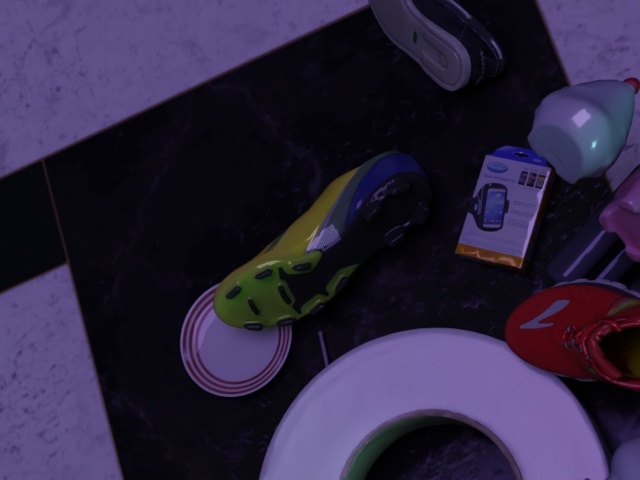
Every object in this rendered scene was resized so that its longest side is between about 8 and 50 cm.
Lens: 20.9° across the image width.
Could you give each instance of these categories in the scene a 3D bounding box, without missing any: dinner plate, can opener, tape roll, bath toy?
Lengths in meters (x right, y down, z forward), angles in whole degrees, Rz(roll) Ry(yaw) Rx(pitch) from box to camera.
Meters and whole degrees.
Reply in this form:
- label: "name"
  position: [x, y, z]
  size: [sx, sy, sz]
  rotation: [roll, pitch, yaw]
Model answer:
- label: "dinner plate"
  position: [-0.097, 0.114, 2.021]
  size: [0.141, 0.017, 0.141]
  rotation: [-7, 72, 21]
- label: "can opener"
  position: [0.359, -0.043, 1.843]
  size: [0.280, 0.074, 0.093]
  rotation: [-45, 27, 6]
- label: "tape roll"
  position: [0.124, 0.286, 1.834]
  size: [0.392, 0.072, 0.392]
  rotation: [-5, 74, 17]
- label: "bath toy"
  position: [0.354, -0.025, 1.751]
  size: [0.129, 0.151, 0.348]
  rotation: [-40, 91, -24]

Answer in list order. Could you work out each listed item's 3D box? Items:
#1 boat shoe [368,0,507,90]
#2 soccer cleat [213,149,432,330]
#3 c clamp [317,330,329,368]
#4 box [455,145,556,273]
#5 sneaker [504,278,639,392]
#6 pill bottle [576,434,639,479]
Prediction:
- label: "boat shoe"
  position: [0.127, -0.261, 2.028]
  size: [0.079, 0.084, 0.233]
  rotation: [-20, 52, -27]
- label: "soccer cleat"
  position: [0.001, 0.001, 1.986]
  size: [0.289, 0.093, 0.121]
  rotation: [-35, 30, 7]
- label: "c clamp"
  position: [0.077, 0.148, 1.937]
  size: [0.160, 0.022, 0.137]
  rotation: [-14, 69, 18]
- label: "box"
  position: [0.210, -0.037, 1.939]
  size: [0.081, 0.028, 0.136]
  rotation: [14, 77, 25]
- label: "sneaker"
  position: [0.286, 0.095, 1.699]
  size: [0.279, 0.118, 0.107]
  rotation: [7, 92, 43]
- label: "pill bottle"
  position: [0.385, 0.253, 1.658]
  size: [0.318, 0.176, 0.176]
  rotation: [-18, 67, 2]
